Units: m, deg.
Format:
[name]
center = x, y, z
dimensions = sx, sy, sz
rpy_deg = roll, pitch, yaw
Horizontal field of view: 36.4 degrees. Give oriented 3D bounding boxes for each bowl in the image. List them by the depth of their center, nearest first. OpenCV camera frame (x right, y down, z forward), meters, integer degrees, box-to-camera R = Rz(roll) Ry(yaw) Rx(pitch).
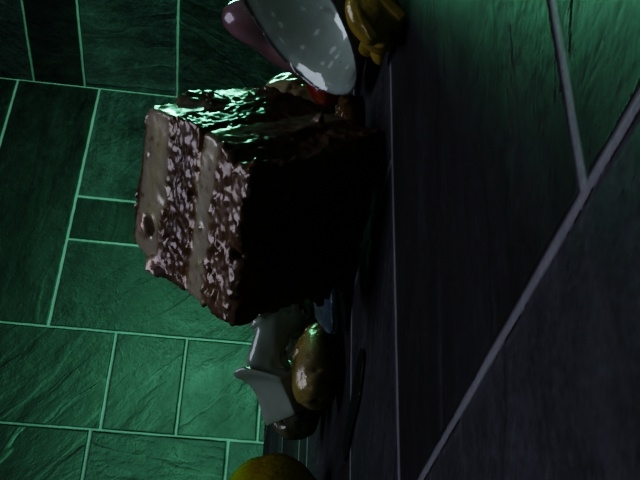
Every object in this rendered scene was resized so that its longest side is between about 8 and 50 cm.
[bowl]
center = 0.003, -0.395, 1.515
dimensions = 0.146, 0.313, 0.313
rpy_deg = -40, -8, -16

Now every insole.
[insole]
center = 0.046, 0.230, 1.352
dimensions = 0.064, 0.004, 0.188
rpy_deg = -92, 9, -59

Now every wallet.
[wallet]
center = -0.001, 0.000, 1.614
dimensions = 0.290, 0.054, 0.251
rpy_deg = -121, 24, -79

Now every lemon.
[lemon]
center = -0.076, 0.436, 1.548
dimensions = 0.193, 0.181, 0.180
rpy_deg = -43, -37, -64

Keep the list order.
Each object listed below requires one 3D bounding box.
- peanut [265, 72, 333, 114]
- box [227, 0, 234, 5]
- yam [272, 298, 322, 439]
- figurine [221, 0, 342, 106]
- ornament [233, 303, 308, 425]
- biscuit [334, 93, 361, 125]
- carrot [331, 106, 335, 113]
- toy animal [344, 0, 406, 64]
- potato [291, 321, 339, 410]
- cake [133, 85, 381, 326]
[peanut]
center = -0.038, -0.199, 1.894
dimensions = 0.140, 0.153, 0.325
rpy_deg = 71, 180, -50
[box]
center = -0.067, -0.620, 2.132
dimensions = 0.345, 0.251, 0.204
rpy_deg = -92, 9, -52
[yam]
center = -0.049, 0.202, 1.794
dimensions = 0.133, 0.133, 0.330
rpy_deg = 105, 165, -62
[figurine]
center = -0.020, -0.396, 1.757
dimensions = 0.211, 0.261, 0.269
rpy_deg = -52, 5, 8
[ornament]
center = -0.083, 0.173, 1.670
dimensions = 0.130, 0.121, 0.285
rpy_deg = 18, -115, -53
[biscuit]
center = 0.040, -0.142, 1.635
dimensions = 0.212, 0.036, 0.212
rpy_deg = -176, 90, -83
[carrot]
center = -0.008, -0.247, 2.114
dimensions = 0.260, 0.070, 0.070
rpy_deg = 101, 173, -49
[toy animal]
center = 0.071, -0.282, 1.295
dimensions = 0.083, 0.070, 0.159
rpy_deg = 53, 179, 12
[potato]
center = -0.007, 0.199, 1.568
dimensions = 0.170, 0.080, 0.107
rpy_deg = -93, -5, -52
[cake]
center = -0.100, -0.068, 1.386
dimensions = 0.290, 0.256, 0.281
rpy_deg = 32, 123, 37
